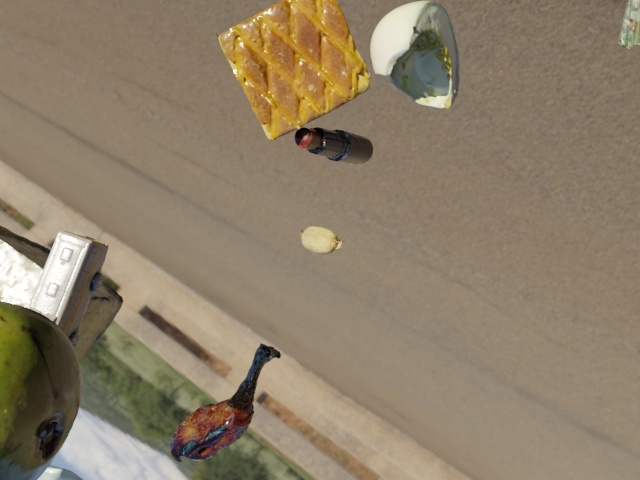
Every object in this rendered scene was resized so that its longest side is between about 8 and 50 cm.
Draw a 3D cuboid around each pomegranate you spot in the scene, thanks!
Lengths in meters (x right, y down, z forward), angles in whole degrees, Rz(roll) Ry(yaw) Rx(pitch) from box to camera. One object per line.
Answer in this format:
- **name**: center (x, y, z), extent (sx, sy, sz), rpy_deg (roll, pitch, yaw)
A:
- **pomegranate**: center (-0.312, 0.135, 0.593), extent (0.211, 0.179, 0.179), rpy_deg (1, 164, -9)

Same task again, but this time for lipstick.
- **lipstick**: center (0.034, -0.236, 1.764), extent (0.081, 0.081, 0.300), rpy_deg (33, -162, 27)

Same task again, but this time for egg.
- **egg**: center (0.206, -0.437, 1.656), extent (0.162, 0.206, 0.271), rpy_deg (4, 165, 33)

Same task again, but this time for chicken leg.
- **chicken leg**: center (-0.155, 0.281, 1.194), extent (0.051, 0.253, 0.106), rpy_deg (42, -176, -42)

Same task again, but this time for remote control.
- **remote control**: center (-0.464, 0.502, 1.383), extent (0.103, 0.051, 0.293), rpy_deg (2, 142, 28)

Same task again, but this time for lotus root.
- **lotus root**: center (0.000, 0.000, 1.941), extent (0.150, 0.072, 0.062), rpy_deg (15, 174, 40)

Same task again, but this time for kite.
- **kite**: center (0.655, -0.438, 1.391), extent (0.323, 0.013, 0.267), rpy_deg (-119, 13, -81)

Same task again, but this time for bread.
- **bread**: center (-0.058, -0.411, 1.646), extent (0.207, 0.279, 0.278), rpy_deg (-108, -6, -76)

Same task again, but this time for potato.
- **potato**: center (-0.482, 0.140, 1.126), extent (0.211, 0.264, 0.189), rpy_deg (30, 170, 6)

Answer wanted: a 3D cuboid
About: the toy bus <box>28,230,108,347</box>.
- **toy bus**: center (-0.312, 0.075, 0.856), extent (0.058, 0.171, 0.072), rpy_deg (19, 173, 8)
